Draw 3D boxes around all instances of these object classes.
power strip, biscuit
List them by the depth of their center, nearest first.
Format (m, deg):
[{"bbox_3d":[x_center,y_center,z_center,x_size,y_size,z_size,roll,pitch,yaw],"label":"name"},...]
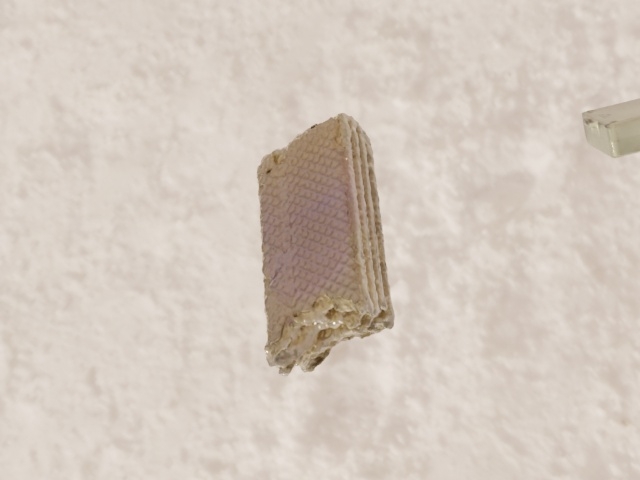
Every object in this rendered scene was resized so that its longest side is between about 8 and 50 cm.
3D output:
[{"bbox_3d":[0.000,0.000,1.041,0.108,0.062,0.239,-28,44,25],"label":"biscuit"},{"bbox_3d":[0.476,-0.160,1.333,0.367,0.043,0.106,-14,15,0],"label":"power strip"}]
